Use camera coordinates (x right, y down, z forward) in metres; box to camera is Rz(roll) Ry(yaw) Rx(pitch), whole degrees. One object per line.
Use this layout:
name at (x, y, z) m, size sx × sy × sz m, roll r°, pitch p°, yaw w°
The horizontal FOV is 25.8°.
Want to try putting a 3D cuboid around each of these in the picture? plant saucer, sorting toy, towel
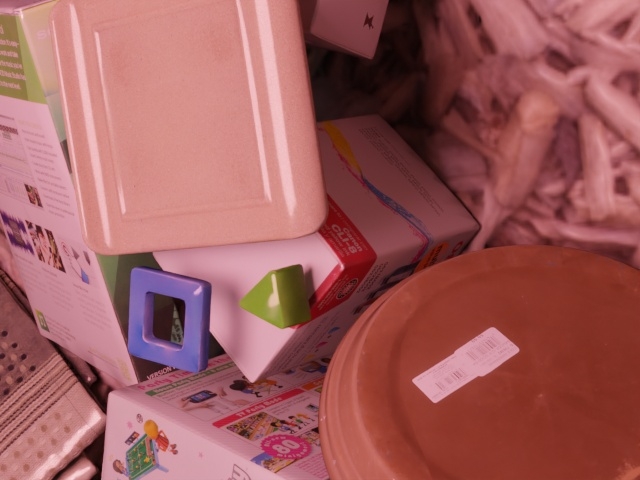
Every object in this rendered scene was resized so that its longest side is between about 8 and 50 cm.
plant saucer at (0.137, 0.100, 0.864) m, size 0.278 × 0.278 × 0.041 m, roll 34°, pitch 147°, yaw 30°
sorting toy at (-0.083, -0.088, 0.918) m, size 0.196 × 0.047 × 0.347 m, roll -5°, pitch 95°, yaw 34°
towel at (-0.377, 0.181, 1.330) m, size 0.324 × 0.056 × 0.312 m, roll -44°, pitch 59°, yaw 0°

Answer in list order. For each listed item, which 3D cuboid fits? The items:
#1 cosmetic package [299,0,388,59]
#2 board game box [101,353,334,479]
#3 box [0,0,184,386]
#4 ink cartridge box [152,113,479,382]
cosmetic package at (-0.051, -0.340, 0.979) m, size 0.284 × 0.097 × 0.377 m, roll 16°, pitch 93°, yaw 29°
board game box at (0.031, 0.168, 0.985) m, size 0.303 × 0.224 × 0.097 m, roll 21°, pitch 113°, yaw 35°
box at (-0.216, -0.047, 1.153) m, size 0.232 × 0.058 × 0.322 m, roll 18°, pitch 129°, yaw 56°
ink cartridge box at (0.000, 0.000, 1.011) m, size 0.127 × 0.176 × 0.128 m, roll 49°, pitch 125°, yaw 19°
